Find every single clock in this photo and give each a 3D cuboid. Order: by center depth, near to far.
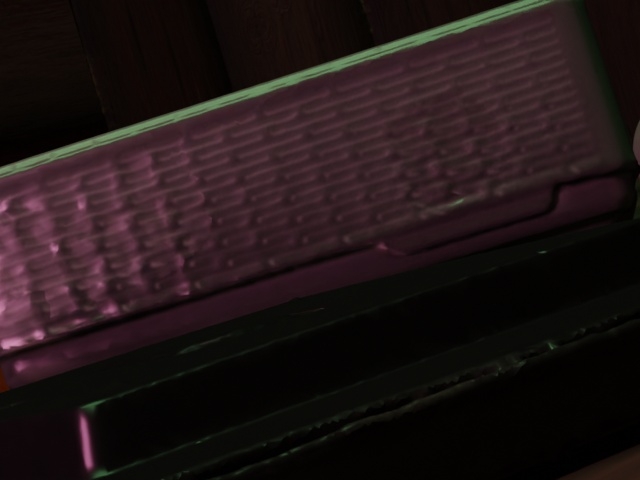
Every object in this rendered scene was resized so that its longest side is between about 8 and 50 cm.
[{"bbox_3d":[-0.022,0.049,0.572,0.273,0.049,0.279,-17,1,-34],"label":"clock"}]

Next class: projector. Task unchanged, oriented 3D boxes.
[{"bbox_3d":[0.000,0.000,0.825,0.256,0.099,0.192,-18,-10,4],"label":"projector"}]

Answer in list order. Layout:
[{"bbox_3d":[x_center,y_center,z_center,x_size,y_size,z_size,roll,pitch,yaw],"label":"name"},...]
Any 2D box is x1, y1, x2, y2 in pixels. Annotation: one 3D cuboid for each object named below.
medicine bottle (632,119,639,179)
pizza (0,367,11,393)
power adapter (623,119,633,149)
[{"bbox_3d":[0.253,-0.061,1.189,0.079,0.079,0.140,-17,1,-23],"label":"medicine bottle"},{"bbox_3d":[-0.123,0.053,1.202,0.182,0.074,0.365,-19,1,-17],"label":"pizza"},{"bbox_3d":[0.098,-0.041,1.274,0.205,0.125,0.130,-16,0,-22],"label":"power adapter"}]
